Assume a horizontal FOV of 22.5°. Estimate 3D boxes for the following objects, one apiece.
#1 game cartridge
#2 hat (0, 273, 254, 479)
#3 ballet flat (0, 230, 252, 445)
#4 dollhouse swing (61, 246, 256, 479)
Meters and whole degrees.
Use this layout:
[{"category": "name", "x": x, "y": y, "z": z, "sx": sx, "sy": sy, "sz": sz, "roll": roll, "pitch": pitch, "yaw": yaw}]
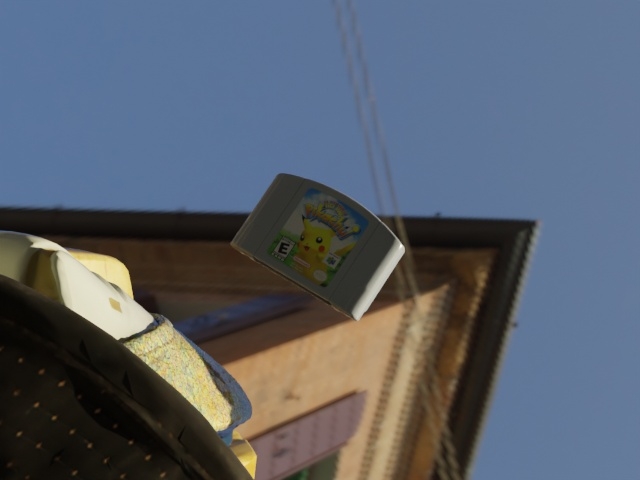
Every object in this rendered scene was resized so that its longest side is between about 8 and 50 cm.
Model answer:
[{"category": "game cartridge", "x": 0.000, "y": 0.000, "z": 0.860, "sx": 0.083, "sy": 0.017, "sz": 0.056, "roll": 30, "pitch": -104, "yaw": 18}, {"category": "hat", "x": -0.156, "y": 0.153, "z": 0.479, "sx": 0.331, "sy": 0.134, "sz": 0.331, "roll": 0, "pitch": -84, "yaw": -4}, {"category": "ballet flat", "x": -0.152, "y": 0.052, "z": 0.649, "sx": 0.123, "sy": 0.348, "sz": 0.123, "roll": 5, "pitch": -82, "yaw": 40}, {"category": "dollhouse swing", "x": -0.234, "y": 0.054, "z": 1.106, "sx": 0.346, "sy": 0.305, "sz": 0.315, "roll": 11, "pitch": -65, "yaw": 32}]
